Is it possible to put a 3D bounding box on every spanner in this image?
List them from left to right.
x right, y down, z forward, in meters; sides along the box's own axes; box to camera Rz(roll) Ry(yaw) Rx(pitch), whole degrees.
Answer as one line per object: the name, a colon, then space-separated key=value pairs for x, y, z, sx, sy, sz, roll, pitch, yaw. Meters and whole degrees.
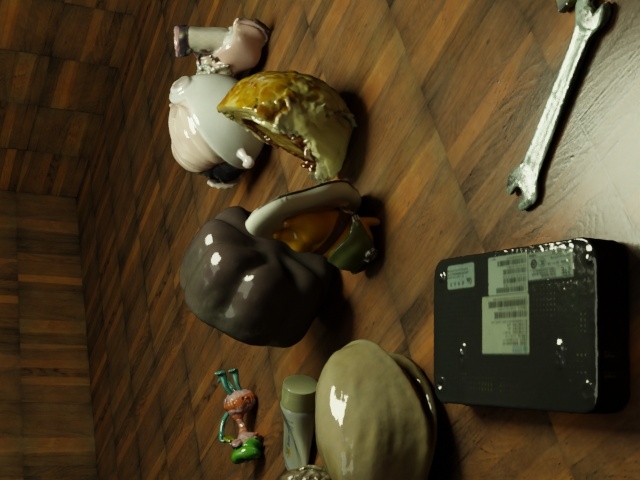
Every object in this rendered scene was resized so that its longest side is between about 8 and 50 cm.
spanner: x=0.309 y=-0.178 z=1.271 sx=0.071 sy=0.017 sz=0.302 roll=55 pitch=134 yaw=53

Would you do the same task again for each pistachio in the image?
pistachio: x=0.086 y=0.283 z=1.489 sx=0.197 sy=0.166 sz=0.288 roll=-31 pitch=50 yaw=31

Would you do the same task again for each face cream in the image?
face cream: x=-0.047 y=0.373 z=1.875 sx=0.114 sy=0.070 sz=0.224 roll=-131 pitch=43 yaw=-57

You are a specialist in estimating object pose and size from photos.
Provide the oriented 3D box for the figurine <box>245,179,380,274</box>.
figurine: x=0.000 y=0.000 z=1.678 sx=0.166 sy=0.250 sz=0.141 roll=-46 pitch=63 yaw=48

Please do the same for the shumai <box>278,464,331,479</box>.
shumai: x=-0.017 y=0.519 z=1.703 sx=0.185 sy=0.184 sz=0.218 roll=66 pitch=-176 yaw=-67

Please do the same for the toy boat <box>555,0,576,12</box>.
toy boat: x=0.338 y=-0.350 z=1.245 sx=0.115 sy=0.016 sz=0.063 roll=131 pitch=137 yaw=-52

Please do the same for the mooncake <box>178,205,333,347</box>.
mooncake: x=-0.115 y=0.060 z=1.821 sx=0.154 sy=0.306 sz=0.306 roll=-63 pitch=32 yaw=27

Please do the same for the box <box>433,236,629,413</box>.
box: x=0.260 y=0.115 z=1.271 sx=0.350 sy=0.058 sz=0.211 roll=-15 pitch=71 yaw=63

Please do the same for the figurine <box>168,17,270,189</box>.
figurine: x=-0.233 y=-0.316 z=2.194 sx=0.211 sy=0.253 sz=0.361 roll=-16 pitch=62 yaw=46

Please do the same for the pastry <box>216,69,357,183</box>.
pastry: x=-0.052 y=-0.241 z=1.826 sx=0.170 sy=0.237 sz=0.256 roll=-54 pitch=25 yaw=-1

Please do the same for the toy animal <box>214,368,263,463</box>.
toy animal: x=-0.187 y=0.384 z=2.111 sx=0.103 sy=0.100 sz=0.208 roll=-23 pitch=72 yaw=19
